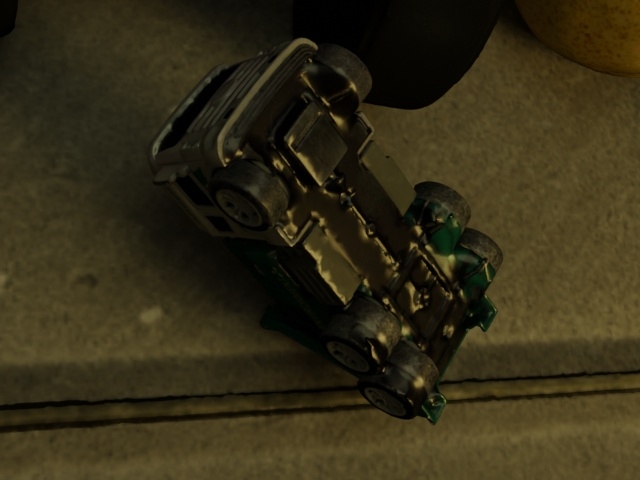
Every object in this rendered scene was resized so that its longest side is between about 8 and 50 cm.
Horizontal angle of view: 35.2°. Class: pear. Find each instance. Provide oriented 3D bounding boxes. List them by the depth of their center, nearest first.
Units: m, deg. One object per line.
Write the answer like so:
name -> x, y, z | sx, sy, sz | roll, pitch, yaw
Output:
pear -> 0.210, -0.201, 0.697 | 0.178, 0.178, 0.178 | 6, 70, -18

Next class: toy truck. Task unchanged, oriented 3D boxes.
toy truck -> 0.000, 0.000, 0.547 | 0.216, 0.116, 0.110 | 50, 60, -31

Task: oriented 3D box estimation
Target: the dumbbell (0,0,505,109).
dumbbell -> -0.070, -0.194, 0.558 | 0.322, 0.204, 0.204 | 7, 70, -19
